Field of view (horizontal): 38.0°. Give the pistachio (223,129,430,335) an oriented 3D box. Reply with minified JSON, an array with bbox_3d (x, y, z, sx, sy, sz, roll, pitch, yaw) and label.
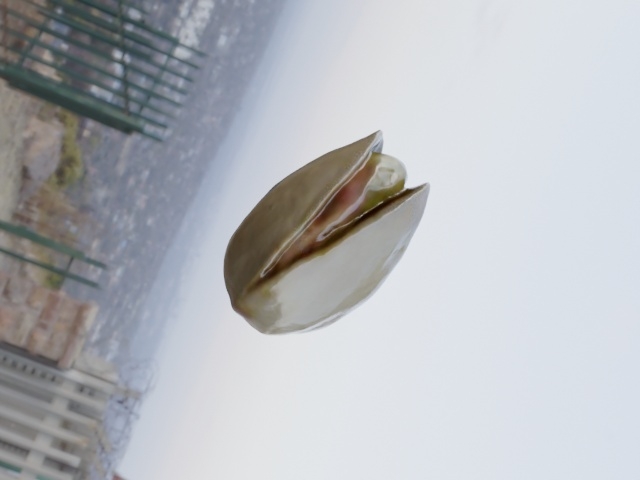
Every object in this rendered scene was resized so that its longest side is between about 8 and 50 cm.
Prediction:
[{"bbox_3d":[0.000,0.000,0.823,0.215,0.144,0.144,-46,-163,28],"label":"pistachio"}]
